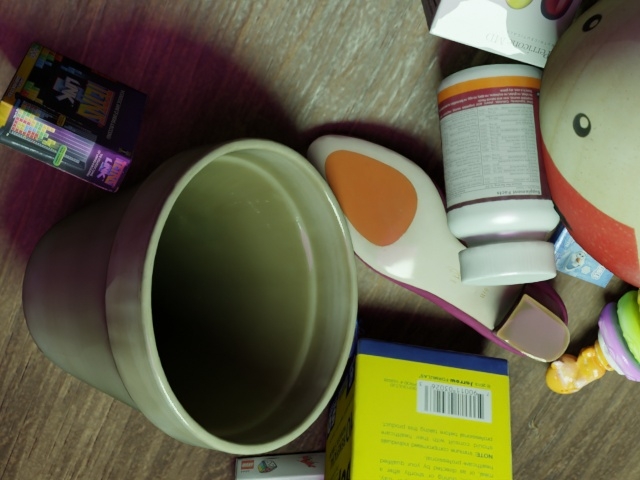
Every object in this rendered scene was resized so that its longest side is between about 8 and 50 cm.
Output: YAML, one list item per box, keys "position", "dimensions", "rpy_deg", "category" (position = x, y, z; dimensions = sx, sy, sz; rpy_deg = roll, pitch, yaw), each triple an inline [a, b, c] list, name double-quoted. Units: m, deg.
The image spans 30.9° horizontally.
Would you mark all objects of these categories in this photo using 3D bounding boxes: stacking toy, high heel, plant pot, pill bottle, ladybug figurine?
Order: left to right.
- position: [-0.163, 0.056, 1.260]
  dimensions: [0.280, 0.323, 0.323]
  rpy_deg: [-1, 128, 40]
  category: "plant pot"
- position: [0.134, 0.009, 1.376]
  dimensions: [0.377, 0.181, 0.127]
  rpy_deg: [44, 96, 0]
  category: "high heel"
- position: [0.192, -0.067, 1.236]
  dimensions: [0.121, 0.121, 0.221]
  rpy_deg: [-4, 81, 2]
  category: "pill bottle"
- position: [0.321, -0.097, 1.161]
  dimensions: [0.161, 0.305, 0.449]
  rpy_deg: [2, 163, 21]
  category: "ladybug figurine"
- position: [0.404, 0.115, 1.408]
  dimensions: [0.302, 0.166, 0.175]
  rpy_deg: [-31, 134, 30]
  category: "stacking toy"

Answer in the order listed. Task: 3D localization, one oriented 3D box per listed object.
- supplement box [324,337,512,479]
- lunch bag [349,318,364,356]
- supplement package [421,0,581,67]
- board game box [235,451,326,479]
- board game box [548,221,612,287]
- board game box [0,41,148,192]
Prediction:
- position: [0.108, 0.324, 1.367]
  dimensions: [0.195, 0.357, 0.194]
  rpy_deg: [9, 145, -7]
  category: "supplement box"
- position: [0.005, 0.108, 1.431]
  dimensions: [0.098, 0.065, 0.067]
  rpy_deg: [0, 121, 0]
  category: "lunch bag"
- position: [0.203, -0.317, 1.139]
  dimensions: [0.139, 0.134, 0.244]
  rpy_deg: [14, 120, -9]
  category: "supplement package"
- position: [0.045, 0.377, 1.600]
  dimensions: [0.305, 0.053, 0.193]
  rpy_deg: [-5, 121, 2]
  category: "board game box"
- position: [0.326, 0.004, 1.400]
  dimensions: [0.090, 0.020, 0.090]
  rpy_deg: [19, 119, -13]
  category: "board game box"
- position: [-0.262, -0.133, 1.221]
  dimensions: [0.141, 0.170, 0.048]
  rpy_deg: [23, 117, -15]
  category: "board game box"
